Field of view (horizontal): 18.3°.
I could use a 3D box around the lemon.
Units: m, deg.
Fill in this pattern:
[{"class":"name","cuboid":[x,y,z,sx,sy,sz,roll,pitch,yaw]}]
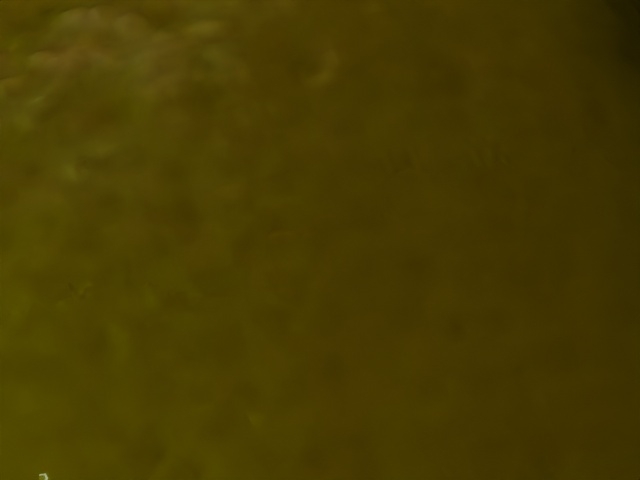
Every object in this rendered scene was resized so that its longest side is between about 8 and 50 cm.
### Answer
[{"class":"lemon","cuboid":[-0.034,0.065,0.514,0.364,0.364,0.364,159,90,-87]}]
